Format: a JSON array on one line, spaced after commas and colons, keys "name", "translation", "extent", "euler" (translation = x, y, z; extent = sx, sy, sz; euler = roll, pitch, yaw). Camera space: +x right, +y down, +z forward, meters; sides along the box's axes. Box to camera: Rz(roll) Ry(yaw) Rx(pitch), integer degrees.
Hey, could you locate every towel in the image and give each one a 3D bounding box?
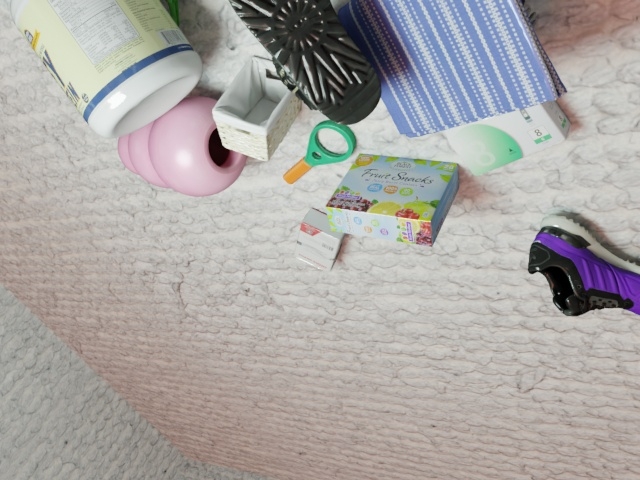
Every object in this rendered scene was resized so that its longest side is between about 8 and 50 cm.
[{"name": "towel", "translation": [0.171, -0.277, 0.946], "extent": [0.243, 0.040, 0.336], "euler": [58, 155, -17]}]

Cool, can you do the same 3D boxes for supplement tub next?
[{"name": "supplement tub", "translation": [-0.390, -0.374, 1.169], "extent": [0.325, 0.235, 0.235], "euler": [54, 140, -4]}]

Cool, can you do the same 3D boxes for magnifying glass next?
[{"name": "magnifying glass", "translation": [-0.010, -0.176, 1.369], "extent": [0.092, 0.026, 0.231], "euler": [40, 141, -14]}]

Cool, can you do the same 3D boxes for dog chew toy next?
[{"name": "dog chew toy", "translation": [-0.312, -0.200, 1.409], "extent": [0.332, 0.206, 0.206], "euler": [7, 139, 41]}]

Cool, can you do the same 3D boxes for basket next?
[{"name": "basket", "translation": [-0.114, -0.245, 1.237], "extent": [0.113, 0.167, 0.103], "euler": [21, 148, 12]}]

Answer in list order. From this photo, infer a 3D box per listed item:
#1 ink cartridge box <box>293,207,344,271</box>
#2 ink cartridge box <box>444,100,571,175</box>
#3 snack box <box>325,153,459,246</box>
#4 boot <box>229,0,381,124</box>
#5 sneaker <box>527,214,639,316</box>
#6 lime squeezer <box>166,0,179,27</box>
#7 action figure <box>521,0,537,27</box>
[{"name": "ink cartridge box", "translation": [0.000, 0.000, 1.540], "extent": [0.099, 0.056, 0.135], "euler": [25, 143, 6]}, {"name": "ink cartridge box", "translation": [0.274, -0.226, 1.089], "extent": [0.225, 0.056, 0.181], "euler": [44, 141, -21]}, {"name": "snack box", "translation": [0.139, -0.082, 1.248], "extent": [0.207, 0.174, 0.070], "euler": [11, 137, 25]}, {"name": "boot", "translation": [-0.040, -0.333, 1.029], "extent": [0.131, 0.260, 0.348], "euler": [-30, 108, 5]}, {"name": "sneaker", "translation": [0.504, 0.091, 1.213], "extent": [0.293, 0.146, 0.102], "euler": [33, 161, 0]}, {"name": "lime squeezer", "translation": [-0.219, -0.442, 1.164], "extent": [0.310, 0.059, 0.110], "euler": [-16, 124, 43]}, {"name": "action figure", "translation": [0.249, -0.371, 0.862], "extent": [0.276, 0.141, 0.164], "euler": [-22, 121, 43]}]
